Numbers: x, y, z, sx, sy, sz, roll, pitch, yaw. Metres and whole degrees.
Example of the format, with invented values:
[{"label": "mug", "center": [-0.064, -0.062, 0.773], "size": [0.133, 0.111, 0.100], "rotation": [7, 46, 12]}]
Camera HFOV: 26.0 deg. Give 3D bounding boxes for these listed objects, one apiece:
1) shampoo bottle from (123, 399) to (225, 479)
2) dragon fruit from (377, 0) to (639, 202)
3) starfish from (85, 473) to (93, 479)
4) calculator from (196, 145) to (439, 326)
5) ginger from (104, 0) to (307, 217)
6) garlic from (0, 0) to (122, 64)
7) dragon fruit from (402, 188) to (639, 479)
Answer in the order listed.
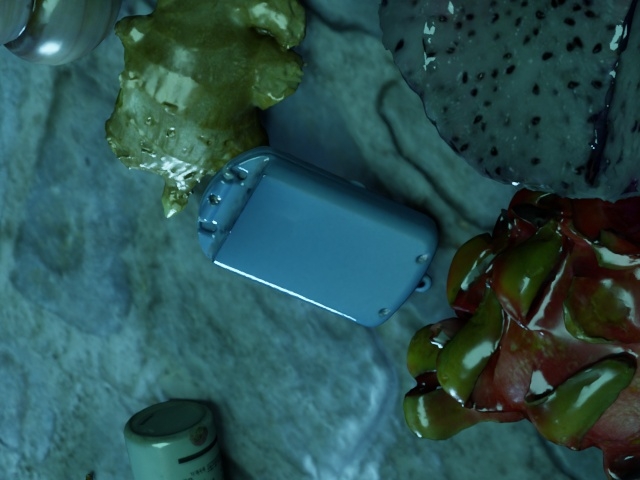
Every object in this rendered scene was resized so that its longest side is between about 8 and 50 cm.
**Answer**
[{"label": "shampoo bottle", "center": [-0.122, 0.286, 1.322], "size": [0.085, 0.085, 0.263], "rotation": [-1, 110, 22]}, {"label": "dragon fruit", "center": [0.190, -0.184, 0.939], "size": [0.204, 0.221, 0.283], "rotation": [28, 116, 44]}, {"label": "starfish", "center": [-0.220, 0.306, 1.395], "size": [0.133, 0.041, 0.130], "rotation": [-36, 96, 30]}, {"label": "calculator", "center": [0.000, 0.000, 1.147], "size": [0.210, 0.039, 0.121], "rotation": [22, 125, -15]}, {"label": "ginger", "center": [-0.102, -0.118, 1.141], "size": [0.157, 0.102, 0.216], "rotation": [12, 112, -12]}, {"label": "garlic", "center": [-0.282, -0.227, 1.134], "size": [0.214, 0.160, 0.191], "rotation": [29, 129, 13]}, {"label": "dragon fruit", "center": [0.201, 0.054, 1.028], "size": [0.307, 0.227, 0.243], "rotation": [13, 108, 39]}]
